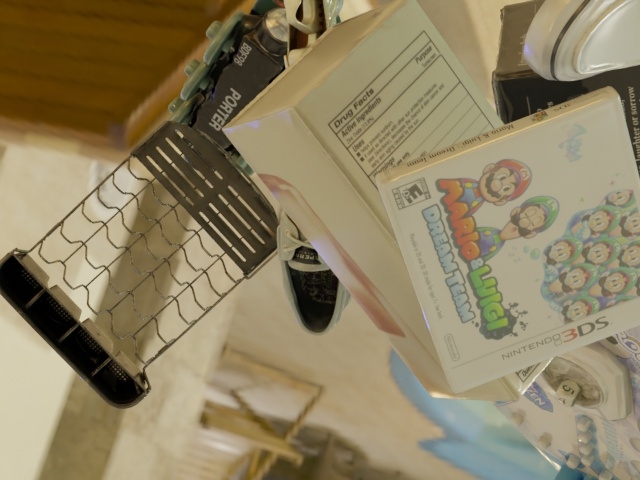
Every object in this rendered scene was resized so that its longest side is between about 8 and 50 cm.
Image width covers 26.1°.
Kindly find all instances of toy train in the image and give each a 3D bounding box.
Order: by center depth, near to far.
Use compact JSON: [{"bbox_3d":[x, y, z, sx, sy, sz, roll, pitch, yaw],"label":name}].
[{"bbox_3d":[-0.079,-0.208,1.729,0.142,0.190,0.334,38,146,-1],"label":"toy train"}]

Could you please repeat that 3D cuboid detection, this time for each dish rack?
[{"bbox_3d":[-0.183,0.017,1.469,0.208,0.271,0.074,47,-176,-9],"label":"dish rack"}]

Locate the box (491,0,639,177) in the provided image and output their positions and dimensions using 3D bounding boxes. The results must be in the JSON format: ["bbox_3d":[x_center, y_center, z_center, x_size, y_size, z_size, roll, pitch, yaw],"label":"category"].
[{"bbox_3d":[0.397,-0.152,1.482,0.395,0.293,0.212,-7,113,13],"label":"box"}]

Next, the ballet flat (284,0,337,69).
[{"bbox_3d":[-0.013,-0.173,1.188,0.057,0.168,0.052,-1,-176,35],"label":"ballet flat"}]

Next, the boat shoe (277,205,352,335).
[{"bbox_3d":[-0.001,0.000,1.300,0.079,0.081,0.228,6,135,12],"label":"boat shoe"}]

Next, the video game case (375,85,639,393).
[{"bbox_3d":[0.121,0.003,0.806,0.143,0.019,0.157,-21,120,2],"label":"video game case"}]

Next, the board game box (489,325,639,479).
[{"bbox_3d":[0.268,0.150,1.474,0.390,0.050,0.390,45,153,-7],"label":"board game box"}]

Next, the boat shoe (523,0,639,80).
[{"bbox_3d":[0.228,-0.152,0.848,0.076,0.226,0.083,43,153,33],"label":"boat shoe"}]

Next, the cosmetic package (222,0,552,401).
[{"bbox_3d":[0.080,-0.027,1.111,0.296,0.153,0.129,53,154,-16],"label":"cosmetic package"}]
